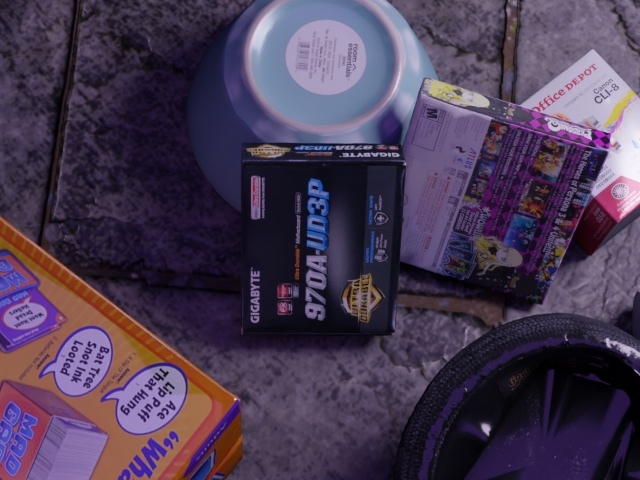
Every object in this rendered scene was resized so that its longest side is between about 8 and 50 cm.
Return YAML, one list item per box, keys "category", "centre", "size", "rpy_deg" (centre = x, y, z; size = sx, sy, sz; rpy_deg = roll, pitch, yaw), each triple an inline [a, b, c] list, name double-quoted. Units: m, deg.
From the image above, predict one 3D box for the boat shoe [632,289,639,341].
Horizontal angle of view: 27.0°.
- category: "boat shoe"
  centre: [0.399, 0.176, 1.471]
  size: [0.084, 0.095, 0.258]
  rpy_deg: [-1, 74, 1]

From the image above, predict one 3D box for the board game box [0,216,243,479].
- category: "board game box"
  centre: [-0.322, 0.217, 1.284]
  size: [0.356, 0.356, 0.356]
  rpy_deg: [37, 74, 8]

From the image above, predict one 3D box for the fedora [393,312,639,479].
- category: "fedora"
  centre: [0.236, 0.247, 1.406]
  size: [0.334, 0.152, 0.334]
  rpy_deg: [-1, 78, 3]

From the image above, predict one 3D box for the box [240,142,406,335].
- category: "box"
  centre: [0.000, 0.000, 1.457]
  size: [0.175, 0.220, 0.051]
  rpy_deg: [1, 29, -3]

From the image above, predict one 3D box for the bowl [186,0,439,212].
- category: "bowl"
  centre: [-0.002, -0.174, 1.526]
  size: [0.311, 0.163, 0.311]
  rpy_deg: [1, 73, -2]

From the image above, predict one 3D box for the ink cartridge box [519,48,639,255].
- category: "ink cartridge box"
  centre: [0.312, -0.101, 1.535]
  size: [0.128, 0.127, 0.176]
  rpy_deg: [-38, 77, -13]

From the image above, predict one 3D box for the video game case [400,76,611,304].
- category: "video game case"
  centre: [0.182, -0.050, 1.469]
  size: [0.210, 0.232, 0.042]
  rpy_deg: [17, 40, 3]
